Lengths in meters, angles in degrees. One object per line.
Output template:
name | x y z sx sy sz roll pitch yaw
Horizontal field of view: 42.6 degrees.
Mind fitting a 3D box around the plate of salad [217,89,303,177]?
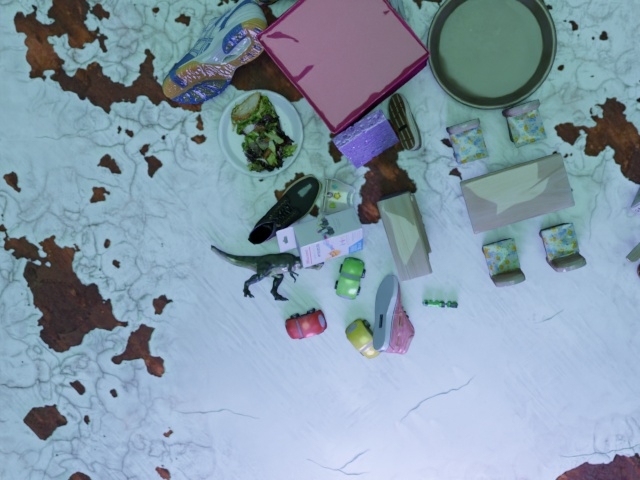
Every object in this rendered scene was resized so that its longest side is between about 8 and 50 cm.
plate of salad | -0.138 -0.242 1.863 0.200 0.048 0.199 1 97 5

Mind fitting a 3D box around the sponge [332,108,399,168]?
sponge | 0.101 -0.215 1.760 0.117 0.210 0.031 -32 79 8

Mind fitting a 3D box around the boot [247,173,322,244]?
boot | -0.077 -0.062 1.835 0.077 0.137 0.198 41 99 -1

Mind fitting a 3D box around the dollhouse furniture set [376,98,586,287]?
dollhouse furniture set | 0.333 -0.070 1.732 0.394 0.256 0.362 -16 96 8

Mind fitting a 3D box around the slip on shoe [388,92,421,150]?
slip on shoe | 0.192 -0.263 1.832 0.051 0.041 0.135 -29 76 37

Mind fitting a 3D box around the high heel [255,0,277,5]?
high heel | -0.099 -0.560 1.745 0.261 0.186 0.093 -3 97 6

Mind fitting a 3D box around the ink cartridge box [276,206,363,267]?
ink cartridge box | 0.000 0.000 1.826 0.181 0.104 0.061 -17 62 -5

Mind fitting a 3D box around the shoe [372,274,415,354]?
shoe | 0.172 0.172 1.884 0.081 0.063 0.177 15 77 -32

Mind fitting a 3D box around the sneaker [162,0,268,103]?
sneaker | -0.233 -0.420 1.831 0.296 0.112 0.131 -30 49 24

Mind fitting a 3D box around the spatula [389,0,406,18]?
spatula | 0.139 -0.597 1.730 0.019 0.168 0.241 -12 92 21

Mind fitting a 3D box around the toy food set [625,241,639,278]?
toy food set | 0.766 0.070 1.809 0.218 0.071 0.128 41 76 -3

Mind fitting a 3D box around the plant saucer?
plant saucer | 0.370 -0.423 1.787 0.278 0.041 0.277 1 96 6

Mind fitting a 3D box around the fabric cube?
fabric cube | 0.053 -0.396 1.717 0.254 0.258 0.259 -38 92 10

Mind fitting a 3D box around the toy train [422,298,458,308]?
toy train | 0.275 0.147 1.884 0.083 0.024 0.017 3 98 5

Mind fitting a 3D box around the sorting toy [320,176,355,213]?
sorting toy | 0.041 -0.100 1.869 0.075 0.045 0.083 8 98 -3

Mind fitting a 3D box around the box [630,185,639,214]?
box | 0.818 -0.057 1.751 0.275 0.094 0.113 30 74 1

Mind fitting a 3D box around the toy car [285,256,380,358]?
toy car | 0.049 0.150 1.893 0.239 0.053 0.224 15 99 4

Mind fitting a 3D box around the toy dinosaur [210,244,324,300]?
toy dinosaur | -0.125 0.078 1.899 0.268 0.064 0.118 4 83 6
